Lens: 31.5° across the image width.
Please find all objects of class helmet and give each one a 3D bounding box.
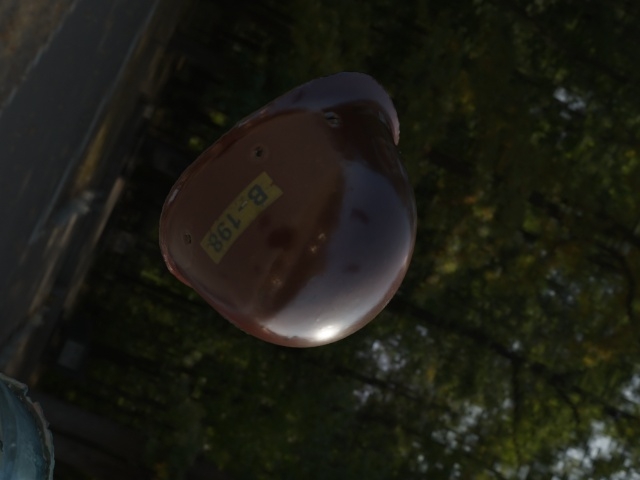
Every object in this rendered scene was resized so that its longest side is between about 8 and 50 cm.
[{"bbox_3d":[0.000,0.000,1.475,0.385,0.337,0.230,-46,-126,16],"label":"helmet"}]

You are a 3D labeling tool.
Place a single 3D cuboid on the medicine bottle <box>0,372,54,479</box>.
[{"bbox_3d":[-0.290,0.078,0.578,0.290,0.245,0.245,61,39,-47],"label":"medicine bottle"}]
